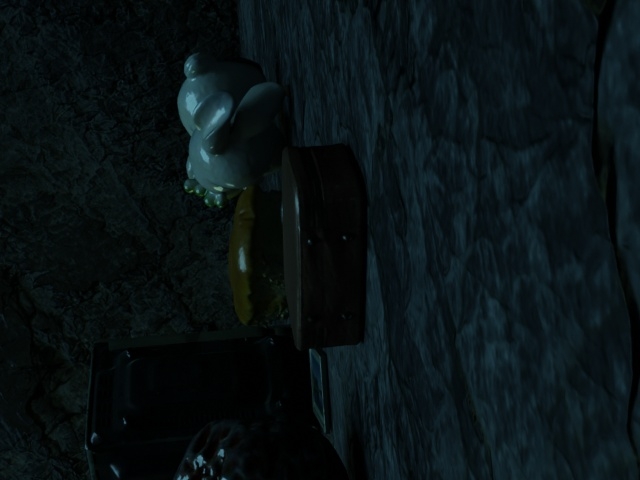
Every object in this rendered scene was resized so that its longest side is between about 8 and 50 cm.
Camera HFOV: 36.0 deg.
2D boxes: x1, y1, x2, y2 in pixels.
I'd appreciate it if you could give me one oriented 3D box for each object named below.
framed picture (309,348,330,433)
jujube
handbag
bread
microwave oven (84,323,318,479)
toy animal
[{"bbox_3d":[-0.002,0.206,1.406,0.149,0.011,0.109,-165,70,-83],"label":"framed picture"},{"bbox_3d":[-0.056,0.357,1.104,0.226,0.226,0.317,126,140,-80],"label":"jujube"},{"bbox_3d":[0.000,0.000,0.997,0.151,0.072,0.193,-103,10,-56],"label":"handbag"},{"bbox_3d":[-0.086,0.028,1.551,0.245,0.121,0.174,94,168,-64],"label":"bread"},{"bbox_3d":[-0.191,0.291,1.612,0.286,0.354,0.219,-103,11,-56],"label":"microwave oven"},{"bbox_3d":[-0.151,-0.195,1.688,0.310,0.182,0.247,-104,12,-56],"label":"toy animal"}]
